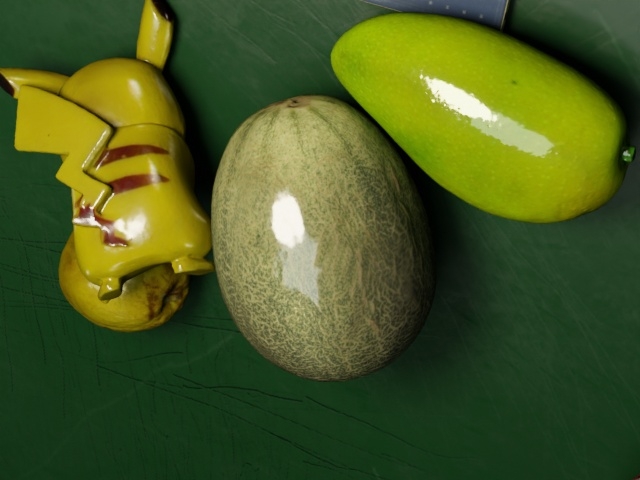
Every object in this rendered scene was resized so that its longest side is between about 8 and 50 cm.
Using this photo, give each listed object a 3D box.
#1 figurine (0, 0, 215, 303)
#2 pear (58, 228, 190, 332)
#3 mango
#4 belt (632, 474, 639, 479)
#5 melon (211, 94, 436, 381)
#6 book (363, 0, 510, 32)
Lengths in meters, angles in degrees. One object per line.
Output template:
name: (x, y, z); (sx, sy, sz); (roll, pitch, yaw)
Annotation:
figurine: (-0.238, -0.095, 1.859); (0.218, 0.169, 0.326); (-16, 66, 2)
pear: (-0.240, 0.037, 1.976); (0.162, 0.149, 0.148); (26, 121, 11)
mango: (0.167, -0.136, 1.734); (0.343, 0.156, 0.192); (29, 132, 10)
belt: (0.486, 0.407, 1.914); (0.094, 0.126, 0.359); (-39, 103, 21)
melon: (0.000, 0.000, 1.811); (0.249, 0.248, 0.329); (-8, 104, 24)
book: (0.130, -0.363, 1.712); (0.191, 0.025, 0.269); (18, 120, 12)
